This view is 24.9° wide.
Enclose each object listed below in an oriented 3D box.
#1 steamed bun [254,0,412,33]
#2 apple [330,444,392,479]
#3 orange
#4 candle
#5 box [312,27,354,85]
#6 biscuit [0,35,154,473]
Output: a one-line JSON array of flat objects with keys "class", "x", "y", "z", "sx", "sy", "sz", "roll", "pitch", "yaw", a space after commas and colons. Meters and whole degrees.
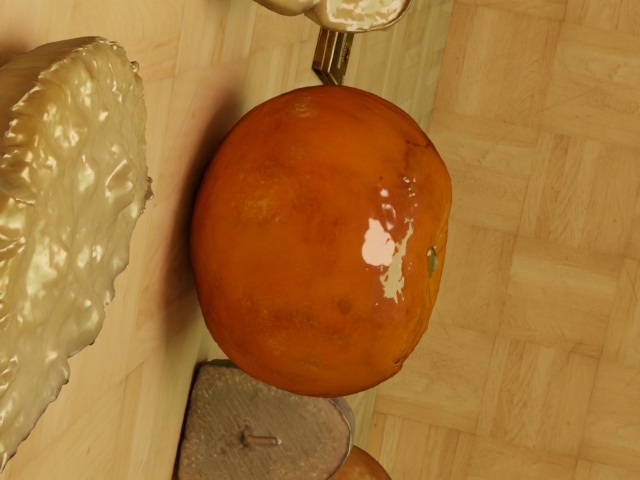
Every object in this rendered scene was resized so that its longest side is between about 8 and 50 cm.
[{"class": "steamed bun", "x": -0.008, "y": -0.264, "z": 1.197, "sx": 0.106, "sy": 0.192, "sz": 0.177, "roll": 24, "pitch": -65, "yaw": 58}, {"class": "apple", "x": -0.007, "y": 0.367, "z": 1.782, "sx": 0.253, "sy": 0.253, "sz": 0.253, "roll": 12, "pitch": 90, "yaw": -82}, {"class": "orange", "x": 0.000, "y": 0.000, "z": 1.305, "sx": 0.284, "sy": 0.226, "sz": 0.284, "roll": 6, "pitch": 90, "yaw": -79}, {"class": "candle", "x": -0.069, "y": 0.193, "z": 1.451, "sx": 0.168, "sy": 0.192, "sz": 0.068, "roll": 58, "pitch": 6, "yaw": 4}, {"class": "box", "x": 0.018, "y": -0.239, "z": 1.779, "sx": 0.133, "sy": 0.023, "sz": 0.090, "roll": 22, "pitch": 82, "yaw": -82}, {"class": "biscuit", "x": -0.154, "y": -0.007, "z": 0.765, "sx": 0.179, "sy": 0.084, "sz": 0.281, "roll": 94, "pitch": 13, "yaw": -47}]
